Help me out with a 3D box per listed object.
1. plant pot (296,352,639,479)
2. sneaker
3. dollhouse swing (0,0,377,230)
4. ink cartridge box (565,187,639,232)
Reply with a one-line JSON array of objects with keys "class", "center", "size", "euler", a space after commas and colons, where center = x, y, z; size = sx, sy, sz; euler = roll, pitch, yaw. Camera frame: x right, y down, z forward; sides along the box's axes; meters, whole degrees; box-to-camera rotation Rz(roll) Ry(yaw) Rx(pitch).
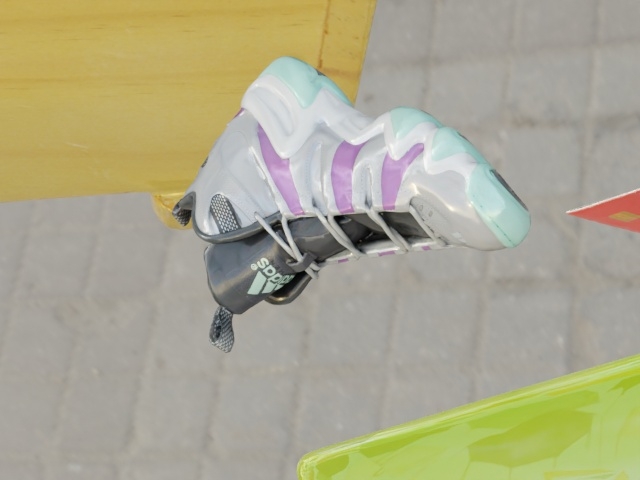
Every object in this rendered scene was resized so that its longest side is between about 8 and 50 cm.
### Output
[{"class": "plant pot", "center": [0.145, 0.174, 0.871], "size": [0.228, 0.227, 0.207], "euler": [-17, 80, 17]}, {"class": "sneaker", "center": [0.000, 0.000, 0.411], "size": [0.069, 0.038, 0.098], "euler": [-50, 36, -9]}, {"class": "dollhouse swing", "center": [-0.112, -0.191, 0.984], "size": [0.304, 0.347, 0.315], "euler": [9, 66, -1]}, {"class": "ink cartridge box", "center": [0.454, -0.010, 1.862], "size": [0.261, 0.296, 0.066], "euler": [-26, 59, 51]}]
